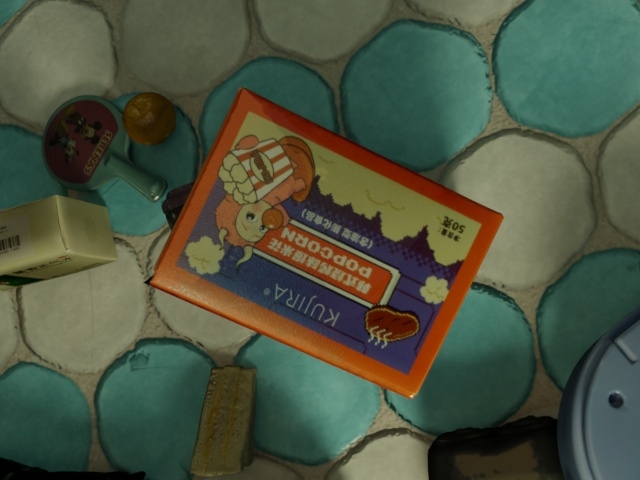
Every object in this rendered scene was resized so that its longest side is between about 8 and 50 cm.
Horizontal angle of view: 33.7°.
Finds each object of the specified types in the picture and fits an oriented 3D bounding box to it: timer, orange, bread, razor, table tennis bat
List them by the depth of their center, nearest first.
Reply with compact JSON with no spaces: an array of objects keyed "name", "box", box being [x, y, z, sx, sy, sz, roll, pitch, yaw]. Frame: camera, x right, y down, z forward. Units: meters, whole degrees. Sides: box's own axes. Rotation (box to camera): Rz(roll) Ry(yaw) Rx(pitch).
[{"name":"timer","box":[0.466,0.260,1.307,0.395,0.173,0.395,0,76,1]},{"name":"razor","box":[0.256,0.412,1.393,0.204,0.113,0.349,-9,80,13]},{"name":"bread","box":[-0.139,0.258,1.526,0.077,0.105,0.152,-1,86,9]},{"name":"orange","box":[-0.261,-0.186,1.616,0.083,0.070,0.083,-8,63,15]},{"name":"table tennis bat","box":[-0.338,-0.132,1.656,0.244,0.040,0.153,33,93,20]}]

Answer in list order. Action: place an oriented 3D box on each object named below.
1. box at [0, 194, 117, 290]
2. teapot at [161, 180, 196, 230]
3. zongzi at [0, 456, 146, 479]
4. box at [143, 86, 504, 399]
[{"name":"box","box":[-0.443,0.007,1.600,0.212,0.168,0.095,-15,80,14]},{"name":"teapot","box":[-0.150,-0.020,1.568,0.116,0.148,0.146,-18,91,49]},{"name":"zongzi","box":[-0.493,0.452,1.563,0.362,0.319,0.383,18,72,25]},{"name":"box","box":[0.000,0.000,1.356,0.349,0.318,0.257,26,94,-5]}]
